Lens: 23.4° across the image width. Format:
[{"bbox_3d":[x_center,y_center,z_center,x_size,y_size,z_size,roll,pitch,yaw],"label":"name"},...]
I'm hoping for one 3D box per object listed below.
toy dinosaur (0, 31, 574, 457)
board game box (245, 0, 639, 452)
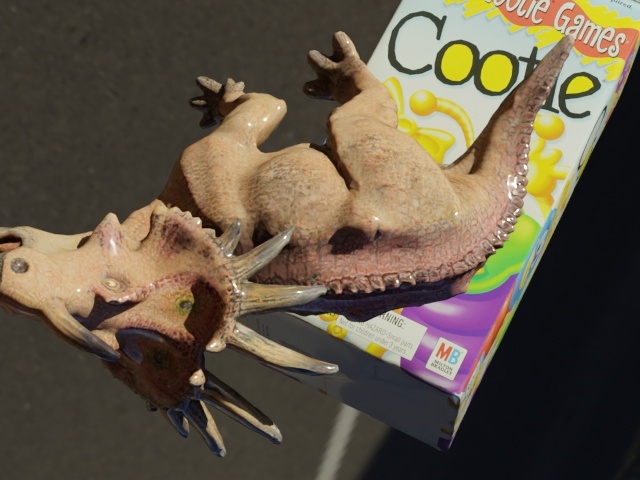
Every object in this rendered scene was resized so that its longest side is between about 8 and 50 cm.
[{"bbox_3d":[0.000,0.000,0.716,0.296,0.200,0.127,-16,115,-5],"label":"toy dinosaur"},{"bbox_3d":[0.079,-0.032,0.966,0.275,0.142,0.144,-62,170,-18],"label":"board game box"}]
